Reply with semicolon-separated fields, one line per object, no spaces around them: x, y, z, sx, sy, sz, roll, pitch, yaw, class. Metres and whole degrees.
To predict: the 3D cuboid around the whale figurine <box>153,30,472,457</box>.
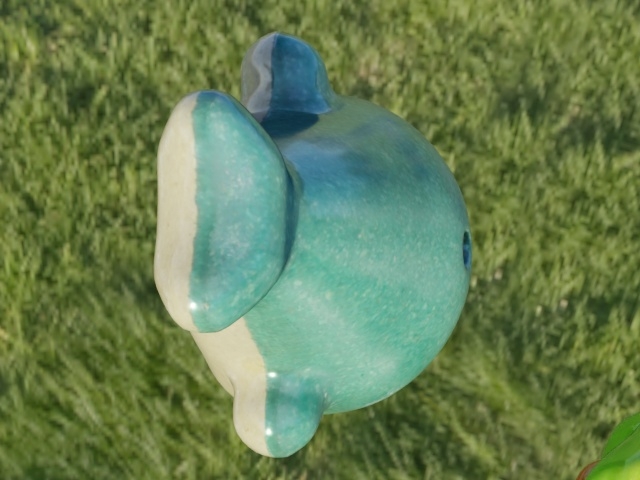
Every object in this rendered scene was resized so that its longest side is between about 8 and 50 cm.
0.000;0.000;0.691;0.141;0.272;0.216;0;82;11;whale figurine

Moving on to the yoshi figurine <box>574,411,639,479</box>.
0.240;0.103;0.646;0.203;0.362;0.203;36;51;19;yoshi figurine
